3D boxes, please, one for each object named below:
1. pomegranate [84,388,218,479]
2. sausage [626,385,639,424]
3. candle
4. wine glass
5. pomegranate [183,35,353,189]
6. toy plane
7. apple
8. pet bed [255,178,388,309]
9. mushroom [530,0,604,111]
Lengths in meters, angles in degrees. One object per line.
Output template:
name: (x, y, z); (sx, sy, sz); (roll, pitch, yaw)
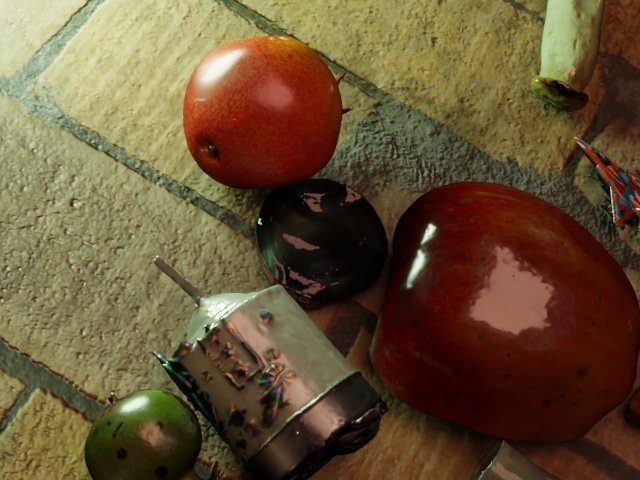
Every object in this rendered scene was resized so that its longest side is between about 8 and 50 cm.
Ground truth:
pomegranate: (-0.188, 0.248, 1.250); (0.169, 0.148, 0.148); (32, 58, -11)
sausage: (0.586, 0.216, 1.533); (0.327, 0.079, 0.087); (-1, 89, -17)
candle: (-0.082, 0.147, 1.303); (0.187, 0.187, 0.330); (-35, 77, -29)
wine glass: (0.300, 0.355, 1.359); (0.231, 0.103, 0.103); (37, 59, 8)
pomegranate: (-0.068, -0.180, 1.468); (0.257, 0.221, 0.221); (-25, 72, -44)
toy plane: (0.461, -0.089, 1.667); (0.189, 0.061, 0.130); (43, 60, 13)
apple: (0.251, 0.097, 1.449); (0.365, 0.295, 0.328); (25, 89, 0)
pet bed: (0.000, 0.000, 1.484); (0.201, 0.053, 0.201); (7, 63, -13)
mushroom: (0.417, -0.344, 1.776); (0.100, 0.081, 0.312); (24, 57, -10)
